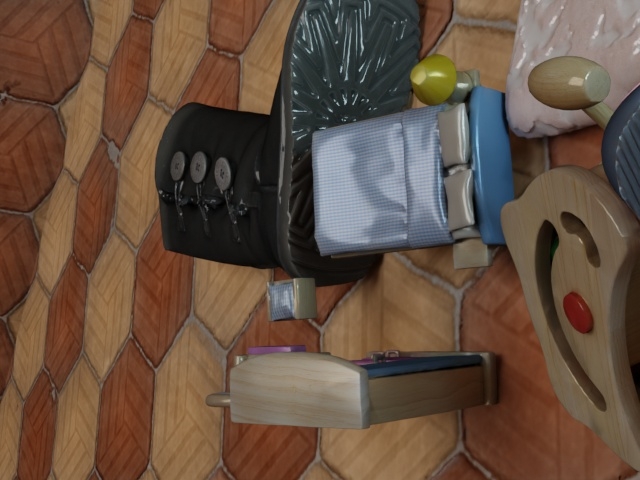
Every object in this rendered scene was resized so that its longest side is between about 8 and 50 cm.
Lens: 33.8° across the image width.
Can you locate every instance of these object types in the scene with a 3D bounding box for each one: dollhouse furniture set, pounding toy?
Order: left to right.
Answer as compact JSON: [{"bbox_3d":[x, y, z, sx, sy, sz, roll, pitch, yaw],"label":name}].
[{"bbox_3d":[0.000,0.000,0.932,0.286,0.198,0.303,-5,84,39],"label":"dollhouse furniture set"},{"bbox_3d":[0.226,0.001,0.699,0.269,0.155,0.154,71,164,-10],"label":"pounding toy"}]

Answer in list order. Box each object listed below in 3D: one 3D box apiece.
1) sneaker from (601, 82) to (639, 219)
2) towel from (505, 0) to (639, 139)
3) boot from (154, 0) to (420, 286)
[{"bbox_3d":[0.297,-0.097,0.540,0.131,0.319,0.112,-61,-47,-77],"label":"sneaker"},{"bbox_3d":[0.269,-0.254,0.800,0.332,0.053,0.316,-9,74,61],"label":"towel"},{"bbox_3d":[-0.066,-0.143,1.290,0.445,0.146,0.367,11,89,66],"label":"boot"}]
